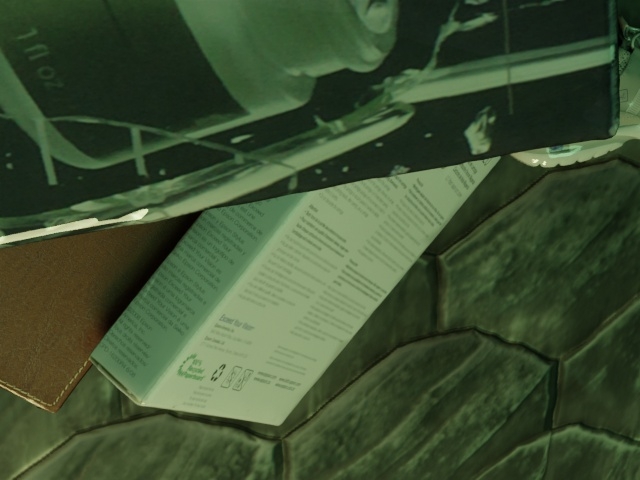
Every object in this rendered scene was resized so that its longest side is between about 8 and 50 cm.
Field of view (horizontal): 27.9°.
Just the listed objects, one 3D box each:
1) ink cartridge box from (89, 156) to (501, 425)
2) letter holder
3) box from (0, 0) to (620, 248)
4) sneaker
[{"bbox_3d":[0.000,0.000,1.035,0.330,0.071,0.324,-52,161,1],"label":"ink cartridge box"},{"bbox_3d":[-0.201,-0.069,0.916,0.214,0.152,0.302,35,94,-37],"label":"letter holder"},{"bbox_3d":[-0.149,-0.266,0.533,0.471,0.297,0.480,-12,122,-2],"label":"box"},{"bbox_3d":[0.300,-0.157,1.201,0.281,0.105,0.115,-20,125,-20],"label":"sneaker"}]
